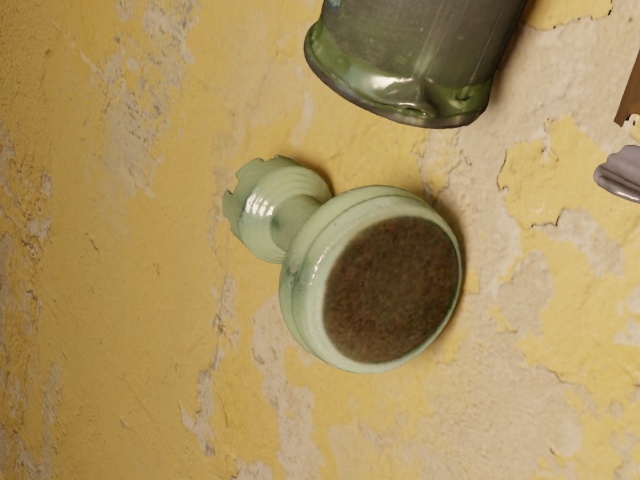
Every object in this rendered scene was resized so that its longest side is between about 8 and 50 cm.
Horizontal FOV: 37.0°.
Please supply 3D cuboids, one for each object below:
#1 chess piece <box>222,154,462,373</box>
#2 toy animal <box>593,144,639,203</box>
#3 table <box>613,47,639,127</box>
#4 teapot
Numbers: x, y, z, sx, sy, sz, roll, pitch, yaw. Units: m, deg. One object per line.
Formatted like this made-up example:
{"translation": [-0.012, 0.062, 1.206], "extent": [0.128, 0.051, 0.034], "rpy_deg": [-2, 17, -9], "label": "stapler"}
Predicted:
{"translation": [0.000, 0.000, 1.054], "extent": [0.299, 0.195, 0.194], "rpy_deg": [38, 127, 55], "label": "chess piece"}
{"translation": [0.351, 0.045, 0.579], "extent": [0.367, 0.081, 0.206], "rpy_deg": [51, 141, 5], "label": "toy animal"}
{"translation": [0.278, -0.112, 0.709], "extent": [0.070, 0.083, 0.082], "rpy_deg": [49, 141, 41], "label": "table"}
{"translation": [0.105, -0.279, 0.837], "extent": [0.270, 0.201, 0.337], "rpy_deg": [-99, 23, -48], "label": "teapot"}
